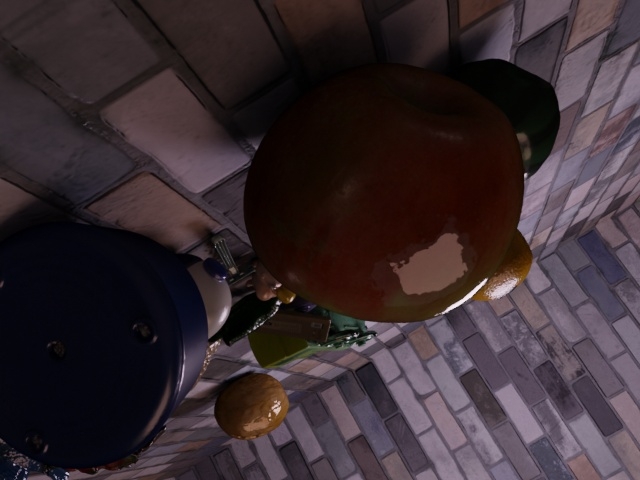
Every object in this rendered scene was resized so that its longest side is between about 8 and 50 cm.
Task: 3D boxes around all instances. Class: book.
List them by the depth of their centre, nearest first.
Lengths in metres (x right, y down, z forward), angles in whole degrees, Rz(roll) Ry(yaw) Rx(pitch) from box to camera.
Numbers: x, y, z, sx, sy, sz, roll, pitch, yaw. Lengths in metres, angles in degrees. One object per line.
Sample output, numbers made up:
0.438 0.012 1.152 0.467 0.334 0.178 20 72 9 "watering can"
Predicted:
-0.080 0.176 1.429 0.199 0.016 0.138 9 153 -1 "book"

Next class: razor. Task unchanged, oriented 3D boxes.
-0.152 0.025 1.073 0.068 0.037 0.191 -33 160 -9 "razor"

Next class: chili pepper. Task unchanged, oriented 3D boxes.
-0.127 0.135 1.312 0.224 0.061 0.098 -40 -151 -19 "chili pepper"

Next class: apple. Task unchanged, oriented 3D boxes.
0.076 -0.061 0.791 0.319 0.319 0.277 -10 124 -47 "apple"

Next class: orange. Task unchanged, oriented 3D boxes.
0.441 0.052 1.787 0.236 0.236 0.236 -27 162 -10 "orange"

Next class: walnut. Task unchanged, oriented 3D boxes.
-0.209 0.496 2.008 0.222 0.195 0.195 -13 156 -26 "walnut"

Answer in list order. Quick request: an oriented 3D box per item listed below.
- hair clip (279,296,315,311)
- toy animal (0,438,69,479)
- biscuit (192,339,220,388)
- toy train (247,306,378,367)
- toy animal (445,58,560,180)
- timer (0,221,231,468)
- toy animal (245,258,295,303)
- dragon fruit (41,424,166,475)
0.010 0.089 1.368 0.090 0.137 0.279 -2 167 -45 "hair clip"
-0.557 0.394 1.242 0.255 0.239 0.176 40 149 -29 "toy animal"
-0.338 0.222 1.194 0.144 0.078 0.426 -57 157 10 "biscuit"
-0.002 0.222 1.676 0.237 0.150 0.369 -26 163 14 "toy train"
0.223 -0.133 1.009 0.191 0.216 0.338 -51 172 -33 "toy animal"
-0.235 0.100 0.885 0.270 0.270 0.383 -35 177 13 "timer"
-0.095 0.080 1.242 0.082 0.091 0.114 -23 168 24 "toy animal"
-0.313 0.252 0.984 0.189 0.182 0.182 -1 156 -9 "dragon fruit"
